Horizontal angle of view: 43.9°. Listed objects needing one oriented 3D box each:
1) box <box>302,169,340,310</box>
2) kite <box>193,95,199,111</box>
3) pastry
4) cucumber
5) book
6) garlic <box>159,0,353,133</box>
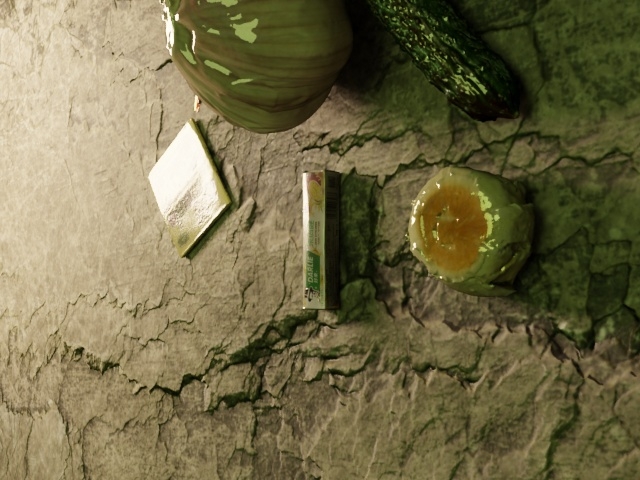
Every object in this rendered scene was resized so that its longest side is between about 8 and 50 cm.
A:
[{"bbox_3d":[0.000,0.000,1.165,0.049,0.041,0.207,-1,88,41],"label":"box"},{"bbox_3d":[-0.200,-0.301,1.392,0.190,0.010,0.159,45,120,38],"label":"kite"},{"bbox_3d":[0.180,-0.011,0.957,0.165,0.088,0.166,-1,89,48],"label":"pastry"},{"bbox_3d":[0.136,-0.271,1.010,0.096,0.096,0.359,-48,60,33],"label":"cucumber"},{"bbox_3d":[-0.238,-0.094,1.422,0.168,0.013,0.192,-45,60,34],"label":"book"},{"bbox_3d":[-0.097,-0.310,1.110,0.317,0.259,0.318,26,122,53],"label":"garlic"}]
